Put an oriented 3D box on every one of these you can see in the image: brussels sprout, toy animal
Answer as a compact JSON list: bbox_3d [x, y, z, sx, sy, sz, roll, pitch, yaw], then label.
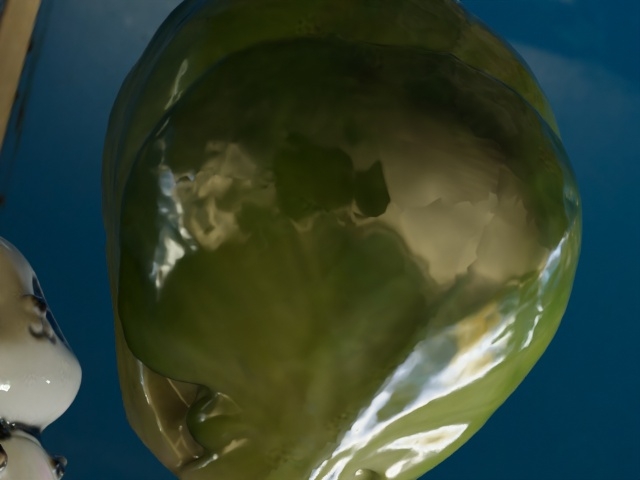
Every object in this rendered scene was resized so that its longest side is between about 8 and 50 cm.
[{"bbox_3d":[0.005,0.001,0.781,0.289,0.281,0.354,26,-101,-24],"label":"brussels sprout"},{"bbox_3d":[-0.243,0.103,0.783,0.165,0.187,0.235,0,-103,18],"label":"toy animal"}]
